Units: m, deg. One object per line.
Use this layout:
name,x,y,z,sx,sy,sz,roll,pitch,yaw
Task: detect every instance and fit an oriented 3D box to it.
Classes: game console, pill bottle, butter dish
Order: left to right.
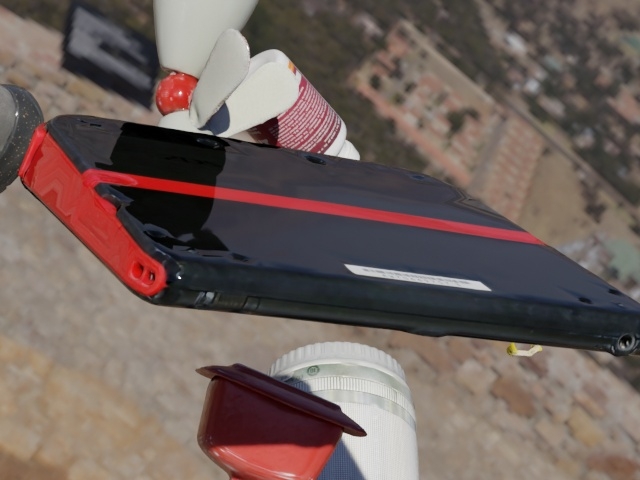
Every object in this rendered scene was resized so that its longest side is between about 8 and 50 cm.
butter dish,-0.055,0.186,1.344,0.160,0.118,0.160,24,-9,-5
pill bottle,-0.028,-0.122,1.559,0.152,0.086,0.086,47,23,-28
game console,0.000,0.000,1.055,0.386,0.060,0.342,7,18,-28

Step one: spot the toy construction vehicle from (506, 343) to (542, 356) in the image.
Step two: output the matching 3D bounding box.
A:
toy construction vehicle,0.303,0.121,1.953,0.098,0.086,0.035,-13,69,-33

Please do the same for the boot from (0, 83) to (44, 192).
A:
boot,-0.443,-0.037,1.460,0.118,0.338,0.222,38,16,30

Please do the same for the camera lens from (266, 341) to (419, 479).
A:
camera lens,0.022,0.301,1.952,0.219,0.219,0.274,24,45,-28

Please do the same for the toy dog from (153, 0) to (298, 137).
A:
toy dog,-0.073,-0.191,1.349,0.161,0.334,0.220,-2,12,12
